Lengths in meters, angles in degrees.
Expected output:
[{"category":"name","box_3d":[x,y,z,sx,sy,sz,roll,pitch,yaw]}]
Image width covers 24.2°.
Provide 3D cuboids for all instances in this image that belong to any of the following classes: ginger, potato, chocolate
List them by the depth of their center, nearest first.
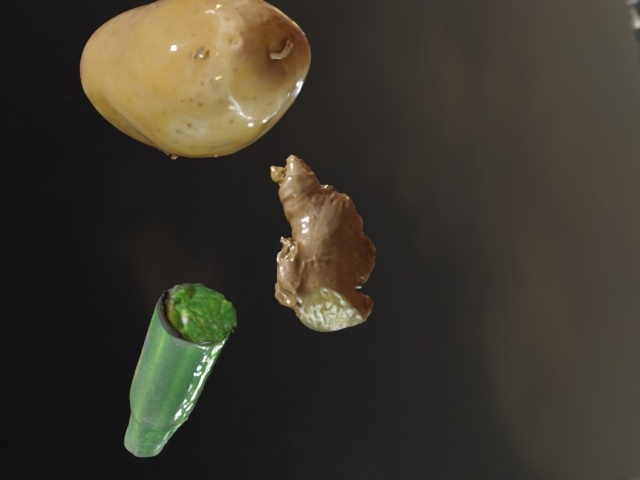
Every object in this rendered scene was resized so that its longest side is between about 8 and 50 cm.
[{"category":"potato","box_3d":[-0.083,-0.107,0.975,0.118,0.178,0.109,-26,-73,-37]},{"category":"ginger","box_3d":[0.004,0.002,1.822,0.137,0.074,0.213,10,-120,-30]},{"category":"chocolate","box_3d":[-0.202,0.185,1.987,0.110,0.110,0.291,-95,22,-44]}]
